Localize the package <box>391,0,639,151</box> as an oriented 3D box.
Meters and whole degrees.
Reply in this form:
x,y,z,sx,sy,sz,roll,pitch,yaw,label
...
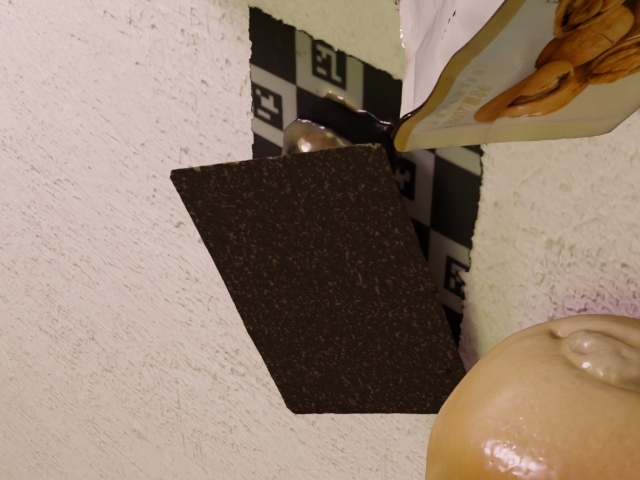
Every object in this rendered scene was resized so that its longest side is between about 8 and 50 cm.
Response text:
x,y,z,sx,sy,sz,roll,pitch,yaw,label
0.168,-0.202,0.615,0.311,0.221,0.165,-49,53,58,package

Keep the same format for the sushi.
x,y,z,sx,sy,sz,roll,pitch,yaw,label
0.000,0.000,1.041,0.296,0.100,0.373,33,140,30,sushi

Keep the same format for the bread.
x,y,z,sx,sy,sz,roll,pitch,yaw,label
0.241,0.251,0.831,0.348,0.253,0.376,24,134,42,bread

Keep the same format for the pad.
x,y,z,sx,sy,sz,roll,pitch,yaw,label
0.009,0.052,1.012,0.219,0.004,0.330,-4,127,26,pad
